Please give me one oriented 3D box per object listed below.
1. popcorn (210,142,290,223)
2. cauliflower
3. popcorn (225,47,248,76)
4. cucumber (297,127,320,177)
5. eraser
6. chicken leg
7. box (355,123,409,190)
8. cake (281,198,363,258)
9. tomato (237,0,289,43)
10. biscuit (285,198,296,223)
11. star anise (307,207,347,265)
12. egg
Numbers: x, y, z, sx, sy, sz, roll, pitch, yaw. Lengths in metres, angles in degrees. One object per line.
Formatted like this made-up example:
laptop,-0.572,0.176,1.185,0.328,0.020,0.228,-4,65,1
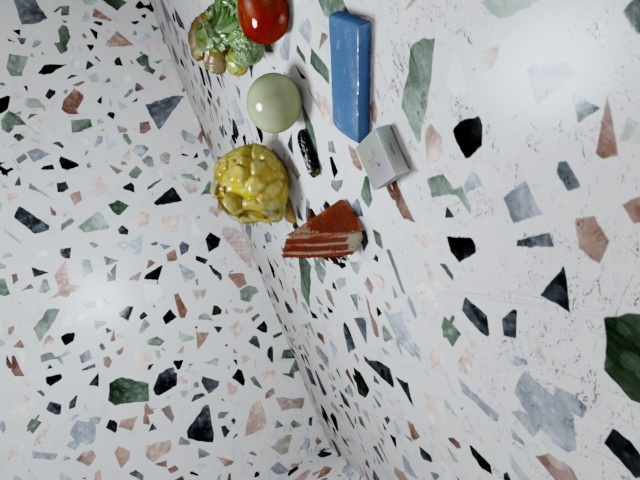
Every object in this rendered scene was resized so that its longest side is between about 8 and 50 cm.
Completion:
popcorn,-0.293,-0.249,1.912,0.354,0.344,0.389,-43,35,27
cauliflower,-0.331,-0.755,1.557,0.275,0.251,0.272,33,143,58
popcorn,-0.339,-0.748,1.819,0.107,0.120,0.116,23,-178,21
cucumber,-0.045,-0.316,1.575,0.053,0.053,0.181,-8,101,70
eraser,0.077,-0.421,1.147,0.144,0.043,0.311,49,153,42
chicken leg,-0.430,-0.861,1.837,0.410,0.182,0.294,-22,72,54
box,0.160,-0.214,1.135,0.129,0.051,0.129,67,161,3
cake,-0.006,-0.043,1.481,0.158,0.263,0.159,109,156,-55
tomato,-0.186,-0.721,1.380,0.195,0.136,0.195,52,154,39
biscuit,-0.174,-0.166,2.094,0.220,0.029,0.141,57,157,30
star anise,0.000,0.000,1.706,0.272,0.103,0.271,52,158,32
egg,-0.161,-0.467,1.505,0.188,0.189,0.254,67,164,3
